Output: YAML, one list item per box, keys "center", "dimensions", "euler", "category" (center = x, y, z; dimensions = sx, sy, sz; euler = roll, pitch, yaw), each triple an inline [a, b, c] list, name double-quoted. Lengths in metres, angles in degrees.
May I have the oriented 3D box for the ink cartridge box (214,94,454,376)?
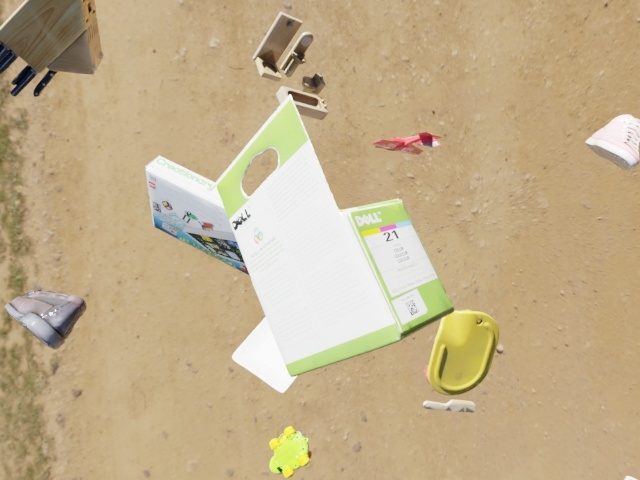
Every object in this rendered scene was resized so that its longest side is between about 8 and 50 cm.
- center: [0.000, 0.000, 0.494]
  dimensions: [0.189, 0.097, 0.255]
  euler: [-35, 74, 46]
  category: "ink cartridge box"

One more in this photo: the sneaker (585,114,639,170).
- center: [0.448, -0.150, 0.652]
  dimensions: [0.051, 0.134, 0.070]
  euler: [44, 114, -7]
  category: "sneaker"

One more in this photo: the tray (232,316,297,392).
- center: [-0.035, 0.163, 0.872]
  dimensions: [0.145, 0.030, 0.270]
  euler: [22, 57, 35]
  category: "tray"

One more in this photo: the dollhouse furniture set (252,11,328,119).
- center: [-0.038, -0.372, 0.962]
  dimensions: [0.123, 0.144, 0.151]
  euler: [-42, 59, 40]
  category: "dollhouse furniture set"

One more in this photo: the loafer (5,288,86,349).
- center: [-0.545, 0.147, 0.891]
  dimensions: [0.302, 0.095, 0.109]
  euler: [0, 130, 48]
  category: "loafer"

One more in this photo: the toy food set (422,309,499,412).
- center: [0.251, 0.216, 0.838]
  dimensions: [0.128, 0.071, 0.218]
  euler: [4, 110, -15]
  category: "toy food set"

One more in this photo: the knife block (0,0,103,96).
- center: [-0.572, -0.420, 0.870]
  dimensions: [0.242, 0.088, 0.275]
  euler: [3, 134, -13]
  category: "knife block"

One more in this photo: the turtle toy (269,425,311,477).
- center: [-0.075, 0.512, 1.058]
  dimensions: [0.130, 0.066, 0.095]
  euler: [-41, 59, 10]
  category: "turtle toy"

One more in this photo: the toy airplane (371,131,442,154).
- center: [0.175, -0.196, 0.886]
  dimensions: [0.151, 0.151, 0.028]
  euler: [4, 92, 19]
  category: "toy airplane"

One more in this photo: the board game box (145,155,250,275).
- center: [-0.235, -0.041, 0.976]
  dimensions: [0.305, 0.053, 0.193]
  euler: [26, 140, 6]
  category: "board game box"

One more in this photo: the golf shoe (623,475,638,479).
- center: [0.461, 0.404, 0.664]
  dimensions: [0.176, 0.086, 0.069]
  euler: [-15, 130, 16]
  category: "golf shoe"
